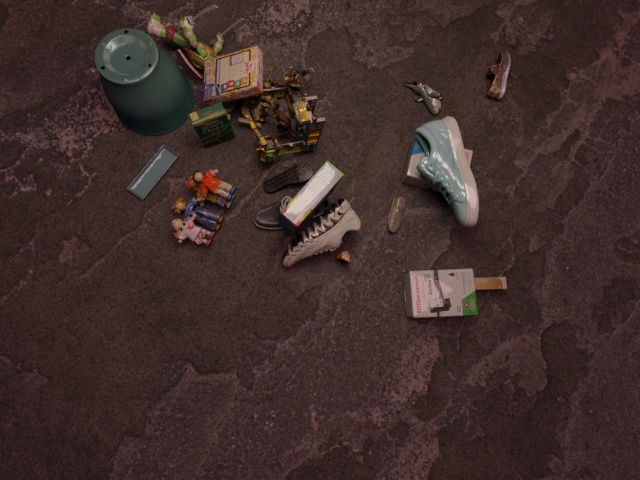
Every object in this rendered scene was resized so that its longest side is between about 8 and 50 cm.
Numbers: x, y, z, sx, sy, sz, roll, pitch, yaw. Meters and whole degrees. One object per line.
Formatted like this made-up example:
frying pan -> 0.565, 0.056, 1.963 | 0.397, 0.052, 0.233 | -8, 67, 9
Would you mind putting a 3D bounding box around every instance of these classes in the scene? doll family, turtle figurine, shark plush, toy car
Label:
doll family -> -0.385, -0.113, 1.351 | 0.163, 0.118, 0.262 | 26, 97, -5
turtle figurine -> -0.417, -0.705, 1.406 | 0.267, 0.274, 0.197 | 23, 45, 5
shark plush -> 0.364, -0.518, 1.487 | 0.161, 0.073, 0.067 | 35, 110, -1
toy car -> 0.043, 0.036, 1.360 | 0.122, 0.060, 0.040 | 28, 75, 2

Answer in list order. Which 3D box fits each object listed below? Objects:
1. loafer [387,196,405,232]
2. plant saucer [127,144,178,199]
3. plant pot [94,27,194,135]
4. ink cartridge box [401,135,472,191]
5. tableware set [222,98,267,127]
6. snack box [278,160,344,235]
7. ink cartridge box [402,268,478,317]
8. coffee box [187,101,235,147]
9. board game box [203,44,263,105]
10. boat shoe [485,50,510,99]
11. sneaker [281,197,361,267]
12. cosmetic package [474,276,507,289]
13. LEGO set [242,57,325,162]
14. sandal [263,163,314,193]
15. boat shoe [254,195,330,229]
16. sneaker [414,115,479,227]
loafer -> 0.251, -0.087, 1.410 | 0.045, 0.039, 0.125 | 23, 80, -33
plant saucer -> -0.556, -0.227, 1.395 | 0.067, 0.018, 0.192 | 34, 79, 3
plant pot -> -0.570, -0.511, 1.327 | 0.272, 0.255, 0.271 | 1, 80, -3
ink cartridge box -> 0.396, -0.251, 1.420 | 0.203, 0.086, 0.148 | 14, 80, 0
tableware set -> -0.284, -0.455, 1.444 | 0.195, 0.039, 0.128 | 13, 68, -6
snack box -> -0.032, -0.120, 1.247 | 0.070, 0.174, 0.207 | 40, 79, -1
ink cartridge box -> 0.380, 0.171, 1.340 | 0.209, 0.087, 0.152 | -3, 79, -3
coffee box -> -0.348, -0.367, 1.348 | 0.113, 0.184, 0.040 | -23, 81, -7
board game box -> -0.277, -0.519, 1.323 | 0.194, 0.045, 0.146 | -6, 76, 19
boat shoe -> 0.638, -0.603, 1.510 | 0.066, 0.066, 0.183 | 10, 79, 0
sneaker -> 0.000, 0.000, 1.322 | 0.292, 0.110, 0.118 | -40, 107, 12
cosmetic package -> 0.541, 0.143, 1.369 | 0.115, 0.060, 0.041 | -2, 80, -2
LEGO set -> -0.123, -0.431, 1.341 | 0.255, 0.192, 0.330 | -5, 71, -14
sandal -> -0.106, -0.208, 1.412 | 0.180, 0.040, 0.067 | -20, 75, 8
boat shoe -> -0.092, -0.092, 1.365 | 0.255, 0.079, 0.095 | -5, 79, -5
sneaker -> 0.383, -0.205, 1.313 | 0.150, 0.135, 0.365 | -12, 74, 3
